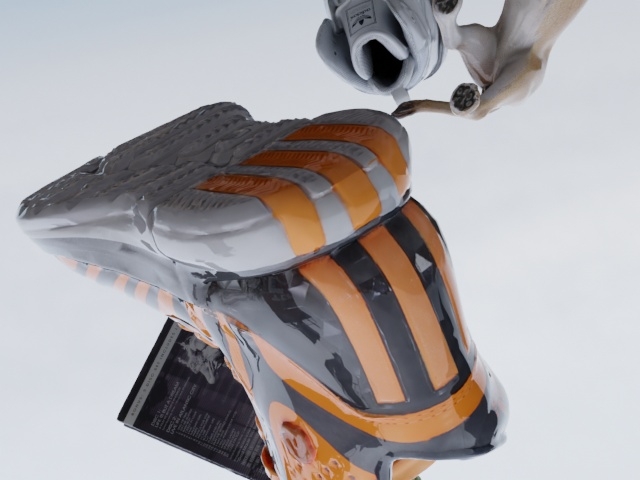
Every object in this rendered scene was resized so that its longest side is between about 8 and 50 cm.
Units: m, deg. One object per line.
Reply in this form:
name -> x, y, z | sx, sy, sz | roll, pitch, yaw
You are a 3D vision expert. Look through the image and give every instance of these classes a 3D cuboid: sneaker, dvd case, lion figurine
sneaker -> -0.033, 0.040, 0.620 | 0.124, 0.180, 0.321 | -30, -162, -17
dvd case -> -0.050, 0.098, 1.067 | 0.221, 0.164, 0.018 | 14, 162, 42
sneaker -> 0.049, -0.337, 1.716 | 0.137, 0.366, 0.210 | -21, -159, 20
lion figurine -> 0.243, -0.259, 1.476 | 0.142, 0.392, 0.240 | 47, -167, 22

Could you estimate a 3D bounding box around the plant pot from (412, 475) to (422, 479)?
plant pot -> 0.064, 0.258, 1.304 | 0.079, 0.083, 0.083 | -29, -170, 17
